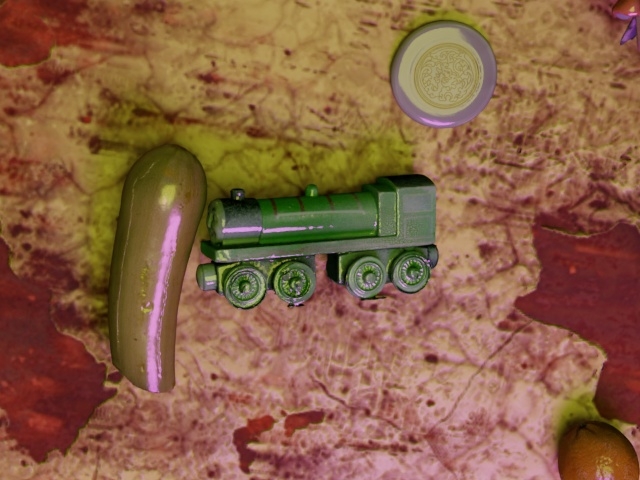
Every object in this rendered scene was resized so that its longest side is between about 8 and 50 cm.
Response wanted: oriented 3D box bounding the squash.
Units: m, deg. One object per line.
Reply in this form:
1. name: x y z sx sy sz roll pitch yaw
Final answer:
1. squash: -0.163 0.026 1.573 0.083 0.083 0.250 7 104 -10

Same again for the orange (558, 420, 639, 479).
1. orange: 0.293 0.235 1.691 0.085 0.085 0.095 -20 99 -4

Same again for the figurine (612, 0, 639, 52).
1. figurine: 0.301 -0.299 1.496 0.388 0.248 0.276 30 102 -25

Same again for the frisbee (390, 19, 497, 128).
1. frisbee: 0.124 -0.165 1.603 0.110 0.014 0.110 -2 104 -9

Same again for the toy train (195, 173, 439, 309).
1. toy train: 0.000 0.000 1.577 0.251 0.085 0.119 -4 102 -20
